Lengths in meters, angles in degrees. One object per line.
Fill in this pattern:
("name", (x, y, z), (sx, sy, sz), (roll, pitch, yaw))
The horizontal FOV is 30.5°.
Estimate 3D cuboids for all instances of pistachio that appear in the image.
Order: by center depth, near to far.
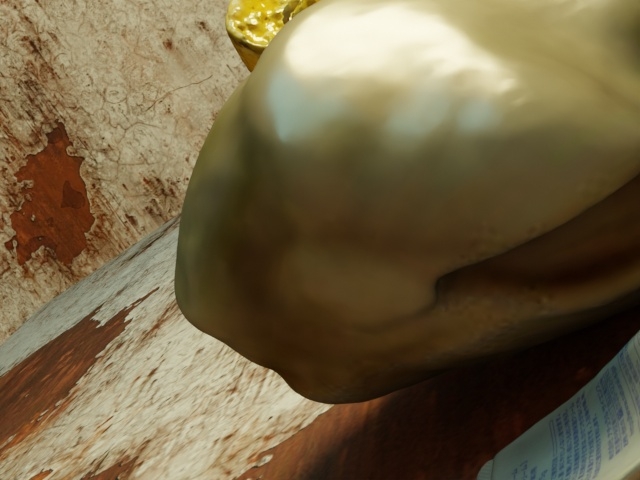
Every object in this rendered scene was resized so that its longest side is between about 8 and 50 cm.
("pistachio", (0.102, -0.058, 0.808), (0.446, 0.281, 0.365), (-32, 27, -13))

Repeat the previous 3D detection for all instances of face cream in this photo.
("face cream", (0.157, 0.092, 0.601), (0.224, 0.070, 0.114), (-44, 4, 26))

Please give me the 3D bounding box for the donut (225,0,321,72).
("donut", (0.065, -0.233, 1.584), (0.163, 0.378, 0.435), (-52, 19, -15))
